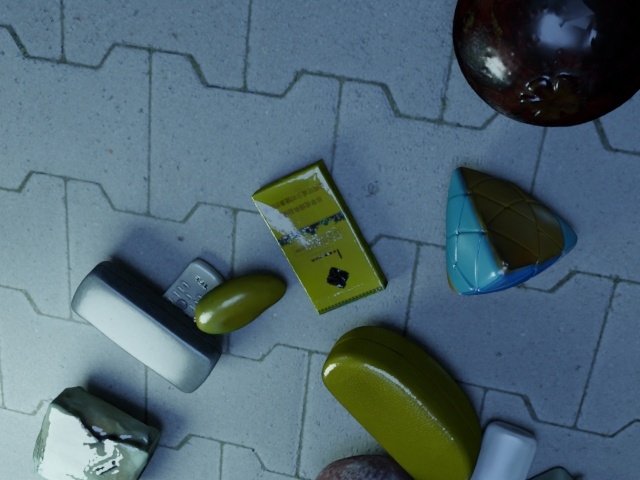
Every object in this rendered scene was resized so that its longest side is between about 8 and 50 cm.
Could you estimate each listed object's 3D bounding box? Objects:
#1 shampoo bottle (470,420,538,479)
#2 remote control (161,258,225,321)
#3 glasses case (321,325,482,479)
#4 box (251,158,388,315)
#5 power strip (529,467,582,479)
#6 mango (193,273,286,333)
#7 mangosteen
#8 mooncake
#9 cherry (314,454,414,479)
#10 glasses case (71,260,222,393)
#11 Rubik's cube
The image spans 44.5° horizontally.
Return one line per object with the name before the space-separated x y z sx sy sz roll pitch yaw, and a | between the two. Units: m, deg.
shampoo bottle | 0.356 0.481 1.587 0.108 0.051 0.221 19 101 10
remote control | -0.278 0.122 1.626 0.087 0.029 0.190 42 115 -6
glasses case | 0.178 0.318 1.539 0.371 0.141 0.173 47 129 -8
box | -0.001 -0.001 1.500 0.153 0.041 0.279 -24 106 21
power strip | 0.387 0.590 1.648 0.385 0.062 0.091 -36 103 25
mango | -0.166 0.120 1.554 0.191 0.086 0.122 -35 142 16
mangosteen | 0.355 -0.342 1.168 0.306 0.360 0.306 10 149 6
mooncake | -0.513 0.470 1.771 0.250 0.136 0.254 29 111 -2
cherry | 0.108 0.560 1.619 0.285 0.213 0.236 13 91 21
glasses case | -0.357 0.179 1.613 0.323 0.074 0.131 37 118 -3
Rubik's cube | 0.273 -0.006 1.382 0.254 0.254 0.255 5 114 11
